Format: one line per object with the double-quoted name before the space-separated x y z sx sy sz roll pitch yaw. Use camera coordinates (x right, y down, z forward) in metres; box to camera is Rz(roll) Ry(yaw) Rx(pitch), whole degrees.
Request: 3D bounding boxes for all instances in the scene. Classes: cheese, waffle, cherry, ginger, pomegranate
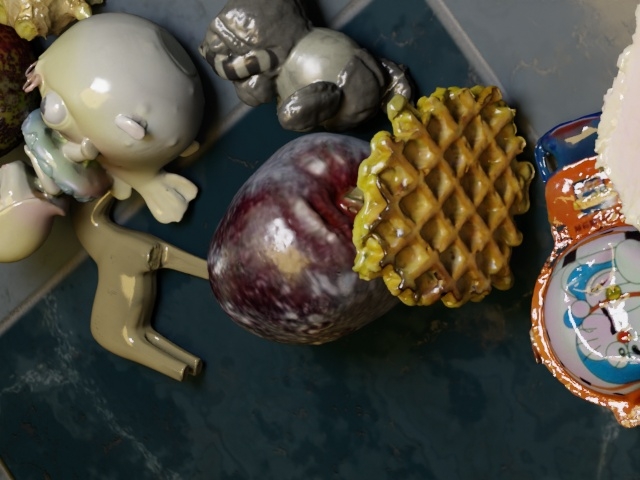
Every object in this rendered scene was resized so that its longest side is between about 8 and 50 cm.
"cheese" 0.308 0.030 1.433 0.216 0.129 0.329 -18 76 27
"waffle" 0.137 -0.047 1.448 0.058 0.243 0.238 3 94 53
"cherry" 0.000 0.000 1.530 0.218 0.255 0.296 53 143 1
"ginger" -0.361 -0.327 1.724 0.216 0.157 0.102 37 151 23
"pomegranate" -0.482 -0.202 1.757 0.214 0.247 0.214 -2 87 41

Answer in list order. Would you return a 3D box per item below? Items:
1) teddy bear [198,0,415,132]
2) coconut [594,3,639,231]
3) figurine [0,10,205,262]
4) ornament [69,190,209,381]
"teddy bear" -0.034 -0.190 1.551 0.251 0.171 0.144 46 132 7
"coconut" 0.484 -0.099 1.176 0.404 0.404 0.405 8 107 28
"figurine" -0.296 -0.089 1.699 0.394 0.227 0.274 -40 115 16
"ornament" -0.252 0.041 1.802 0.244 0.061 0.230 20 110 24
